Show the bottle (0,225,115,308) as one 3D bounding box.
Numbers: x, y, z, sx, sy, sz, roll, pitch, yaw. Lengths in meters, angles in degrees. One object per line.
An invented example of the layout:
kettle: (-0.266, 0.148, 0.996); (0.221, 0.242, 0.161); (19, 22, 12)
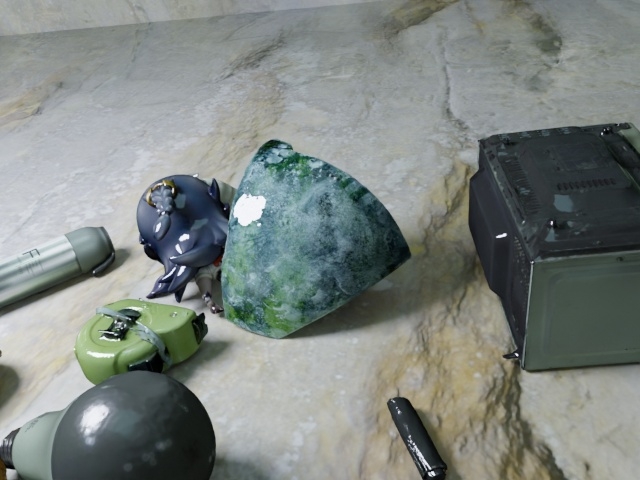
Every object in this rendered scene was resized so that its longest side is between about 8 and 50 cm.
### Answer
bottle: (-0.492, 0.054, 1.219); (0.254, 0.079, 0.096); (-26, 76, -24)

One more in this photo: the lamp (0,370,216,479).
lamp: (-0.258, 0.241, 0.833); (0.314, 0.181, 0.182); (0, 30, 46)

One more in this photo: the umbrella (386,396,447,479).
umbrella: (0.120, 0.244, 0.846); (0.036, 0.031, 0.133); (-15, 35, -8)

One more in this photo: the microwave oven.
microwave oven: (0.383, -0.016, 1.008); (0.287, 0.218, 0.355); (-4, 34, 4)

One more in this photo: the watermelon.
watermelon: (0.000, 0.000, 1.098); (0.290, 0.213, 0.319); (1, 79, 7)

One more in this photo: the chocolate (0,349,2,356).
chocolate: (-0.579, 0.204, 0.958); (0.157, 0.080, 0.254); (-16, 23, 31)

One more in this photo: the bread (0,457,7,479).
bread: (-0.456, 0.296, 0.843); (0.233, 0.076, 0.105); (-2, 24, 30)

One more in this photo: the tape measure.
tape measure: (-0.284, 0.150, 1.020); (0.178, 0.087, 0.154); (7, 37, 24)

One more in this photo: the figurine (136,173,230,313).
figurine: (-0.221, -0.007, 1.172); (0.175, 0.197, 0.265); (-13, 23, -30)

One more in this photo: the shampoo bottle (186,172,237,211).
shampoo bottle: (-0.206, -0.095, 1.318); (0.077, 0.152, 0.045); (11, 83, 35)
